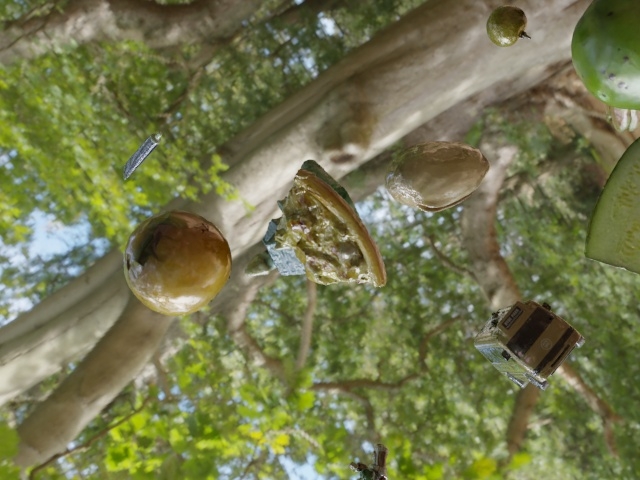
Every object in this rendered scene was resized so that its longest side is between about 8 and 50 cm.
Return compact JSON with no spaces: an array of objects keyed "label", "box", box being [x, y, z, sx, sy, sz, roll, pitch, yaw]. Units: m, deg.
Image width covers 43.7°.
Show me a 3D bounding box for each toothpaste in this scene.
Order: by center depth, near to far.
[{"label":"toothpaste","box":[-0.326,-0.159,1.459,0.021,0.140,0.037,17,-128,-36]}]

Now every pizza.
[{"label":"pizza","box":[0.000,0.000,1.774,0.323,0.223,0.089,53,-138,-12]}]

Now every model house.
[{"label":"model house","box":[-0.078,-0.024,2.094,0.194,0.325,0.267,62,172,-34]}]

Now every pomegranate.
[{"label":"pomegranate","box":[0.550,-0.310,1.399,0.302,0.236,0.236,83,169,-59]}]

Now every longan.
[{"label":"longan","box":[0.335,-0.376,1.411,0.083,0.075,0.075,34,-163,7]}]

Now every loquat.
[{"label":"loquat","box":[-0.308,0.048,1.719,0.235,0.235,0.235,50,-159,-26]}]

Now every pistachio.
[{"label":"pistachio","box":[0.236,-0.132,1.621,0.126,0.223,0.152,112,146,-61]}]

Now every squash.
[{"label":"squash","box":[0.739,-0.098,1.749,0.210,0.308,0.234,-10,-158,-35]}]

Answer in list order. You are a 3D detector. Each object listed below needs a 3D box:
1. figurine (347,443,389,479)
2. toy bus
[{"label":"figurine","box":[0.096,0.520,1.683,0.197,0.094,0.147,-79,-2,-49]},{"label":"toy bus","box":[0.421,0.209,1.657,0.157,0.139,0.289,40,175,6]}]
